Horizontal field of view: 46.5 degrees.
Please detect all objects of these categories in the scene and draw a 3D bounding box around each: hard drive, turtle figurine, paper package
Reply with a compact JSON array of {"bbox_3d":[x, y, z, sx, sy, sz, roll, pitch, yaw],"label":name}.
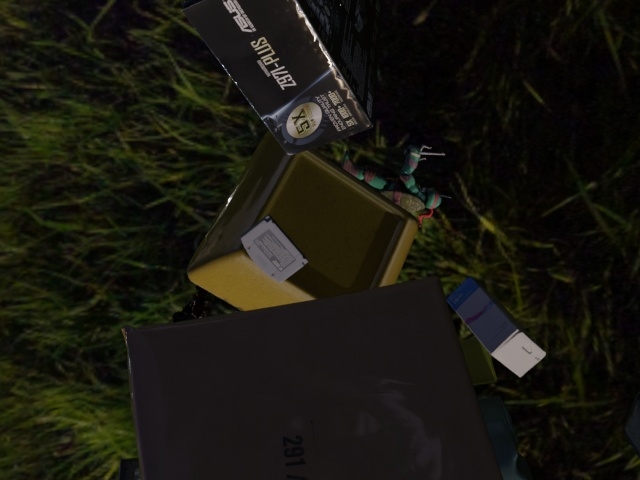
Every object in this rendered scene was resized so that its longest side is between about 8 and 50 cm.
[{"bbox_3d":[-0.330,0.457,1.329,0.022,0.094,0.135,-2,77,17],"label":"hard drive"},{"bbox_3d":[0.153,-0.112,1.456,0.175,0.234,0.118,105,177,-60],"label":"turtle figurine"},{"bbox_3d":[-0.001,0.224,0.685,0.168,0.310,0.324,102,157,-64],"label":"paper package"}]

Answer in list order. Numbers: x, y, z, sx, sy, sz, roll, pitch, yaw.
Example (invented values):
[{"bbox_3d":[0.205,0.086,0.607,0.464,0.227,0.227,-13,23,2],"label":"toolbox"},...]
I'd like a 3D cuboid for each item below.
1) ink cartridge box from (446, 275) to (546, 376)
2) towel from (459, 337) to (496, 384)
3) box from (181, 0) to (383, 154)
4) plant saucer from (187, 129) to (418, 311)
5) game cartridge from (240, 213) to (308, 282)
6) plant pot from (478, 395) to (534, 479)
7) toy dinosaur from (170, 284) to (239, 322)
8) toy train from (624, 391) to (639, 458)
[{"bbox_3d":[0.239,0.117,1.021,0.052,0.088,0.122,-46,39,9],"label":"ink cartridge box"},{"bbox_3d":[0.270,0.280,1.651,0.237,0.021,0.102,-17,87,35],"label":"towel"},{"bbox_3d":[-0.018,-0.184,0.580,0.078,0.147,0.180,-15,45,25],"label":"box"},{"bbox_3d":[0.000,0.000,1.244,0.081,0.333,0.332,-37,24,59],"label":"plant saucer"},{"bbox_3d":[-0.063,0.013,0.970,0.083,0.056,0.017,50,-174,-18],"label":"game cartridge"},{"bbox_3d":[0.247,0.484,1.501,0.334,0.341,0.341,-20,76,12],"label":"plant pot"},{"bbox_3d":[-0.218,0.194,1.239,0.218,0.164,0.322,-45,57,59],"label":"toy dinosaur"},{"bbox_3d":[0.439,0.248,0.693,0.334,0.190,0.142,-110,17,-50],"label":"toy train"}]
